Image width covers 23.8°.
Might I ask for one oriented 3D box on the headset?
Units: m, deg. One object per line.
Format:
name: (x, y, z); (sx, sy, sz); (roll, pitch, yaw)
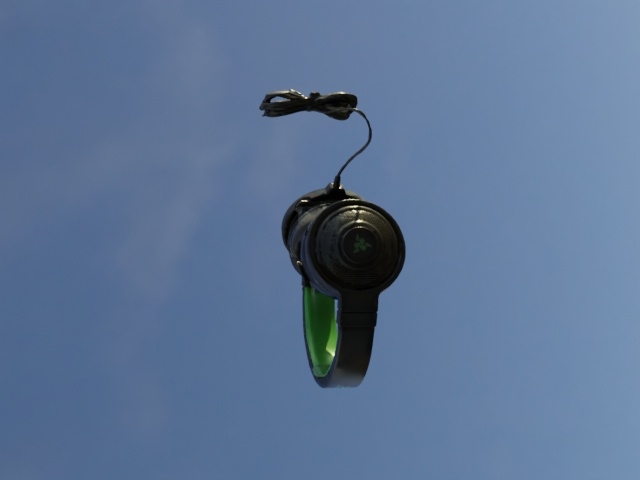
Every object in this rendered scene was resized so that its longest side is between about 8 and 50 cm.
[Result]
headset: (0.000, 0.000, 2.006); (0.243, 0.185, 0.394); (-141, 54, -74)
